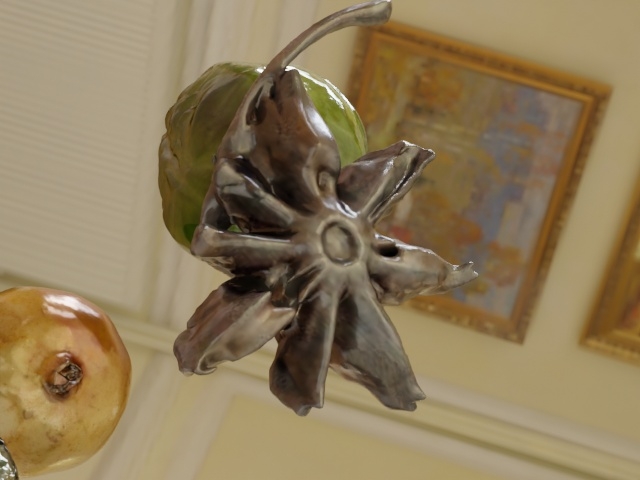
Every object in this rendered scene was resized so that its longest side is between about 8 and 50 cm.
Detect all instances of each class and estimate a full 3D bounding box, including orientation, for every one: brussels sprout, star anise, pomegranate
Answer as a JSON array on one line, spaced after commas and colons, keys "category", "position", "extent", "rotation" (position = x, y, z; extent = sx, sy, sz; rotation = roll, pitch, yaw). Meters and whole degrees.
[{"category": "brussels sprout", "position": [-0.087, -0.113, 1.912], "extent": [0.354, 0.281, 0.289], "rotation": [39, -67, 49]}, {"category": "star anise", "position": [0.000, 0.000, 1.157], "extent": [0.359, 0.316, 0.139], "rotation": [-38, -164, -28]}, {"category": "pomegranate", "position": [-0.380, 0.189, 1.818], "extent": [0.264, 0.264, 0.264], "rotation": [16, 90, -85]}]

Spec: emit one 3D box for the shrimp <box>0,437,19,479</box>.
[{"category": "shrimp", "position": [-0.478, 0.243, 1.537], "extent": [0.445, 0.272, 0.085], "rotation": [-113, -161, -53]}]
